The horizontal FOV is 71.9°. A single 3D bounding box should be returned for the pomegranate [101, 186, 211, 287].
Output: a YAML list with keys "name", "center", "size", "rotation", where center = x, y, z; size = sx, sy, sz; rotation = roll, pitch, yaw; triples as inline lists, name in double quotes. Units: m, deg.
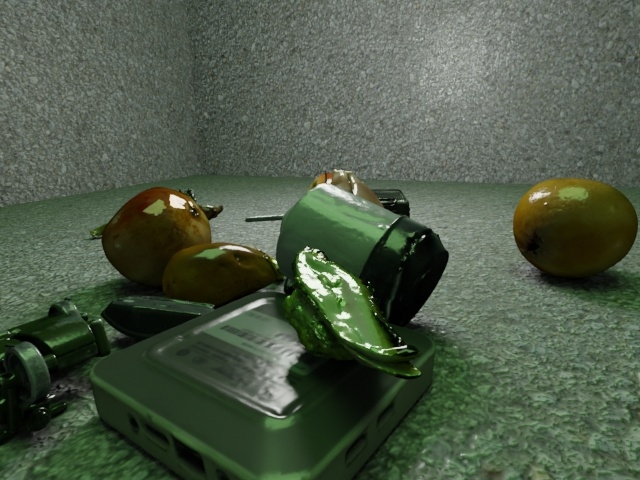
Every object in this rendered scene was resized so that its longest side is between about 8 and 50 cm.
- name: "pomegranate"
  center: [-0.410, 0.002, 1.096]
  size: [0.270, 0.229, 0.252]
  rotation: [-30, 15, 19]

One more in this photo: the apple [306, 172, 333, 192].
- name: "apple"
  center: [0.033, -0.140, 1.649]
  size: [0.173, 0.210, 0.235]
  rotation: [27, 22, -13]

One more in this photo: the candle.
- name: "candle"
  center: [0.050, 0.017, 0.851]
  size: [0.342, 0.221, 0.221]
  rotation: [30, 28, 25]

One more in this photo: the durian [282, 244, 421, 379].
- name: "durian"
  center: [0.022, 0.091, 0.584]
  size: [0.132, 0.107, 0.375]
  rotation: [-7, 18, -17]

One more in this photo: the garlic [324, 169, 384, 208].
- name: "garlic"
  center: [0.094, -0.081, 1.360]
  size: [0.231, 0.246, 0.340]
  rotation: [16, 11, 6]

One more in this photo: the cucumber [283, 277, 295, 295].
- name: "cucumber"
  center: [-0.058, 0.099, 1.026]
  size: [0.048, 0.048, 0.105]
  rotation: [2, 19, 11]

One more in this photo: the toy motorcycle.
- name: "toy motorcycle"
  center: [-0.408, 0.172, 0.648]
  size: [0.275, 0.127, 0.205]
  rotation: [1, 12, 35]

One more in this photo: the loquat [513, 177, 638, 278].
- name: "loquat"
  center: [0.612, -0.034, 1.076]
  size: [0.262, 0.263, 0.263]
  rotation: [-1, 15, 0]

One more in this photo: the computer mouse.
- name: "computer mouse"
  center: [-0.283, 0.150, 0.811]
  size: [0.231, 0.071, 0.126]
  rotation: [8, -1, -6]

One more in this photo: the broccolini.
- name: "broccolini"
  center: [-0.640, -0.086, 1.612]
  size: [0.392, 0.079, 0.074]
  rotation: [-28, 27, -12]

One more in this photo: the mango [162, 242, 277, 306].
- name: "mango"
  center: [-0.218, 0.077, 0.976]
  size: [0.248, 0.151, 0.156]
  rotation: [0, 45, -21]

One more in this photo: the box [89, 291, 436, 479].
- name: "box"
  center: [-0.069, 0.182, 0.623]
  size: [0.367, 0.091, 0.373]
  rotation: [9, 17, 34]

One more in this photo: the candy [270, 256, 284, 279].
- name: "candy"
  center: [-0.094, 0.068, 1.046]
  size: [0.058, 0.062, 0.194]
  rotation: [-51, 12, -14]

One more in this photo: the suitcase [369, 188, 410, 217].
- name: "suitcase"
  center: [0.226, -0.117, 1.662]
  size: [0.202, 0.128, 0.312]
  rotation: [-1, 14, 3]

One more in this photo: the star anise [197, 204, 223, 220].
- name: "star anise"
  center: [-0.497, -0.076, 1.659]
  size: [0.288, 0.088, 0.288]
  rotation: [-14, 16, 4]
